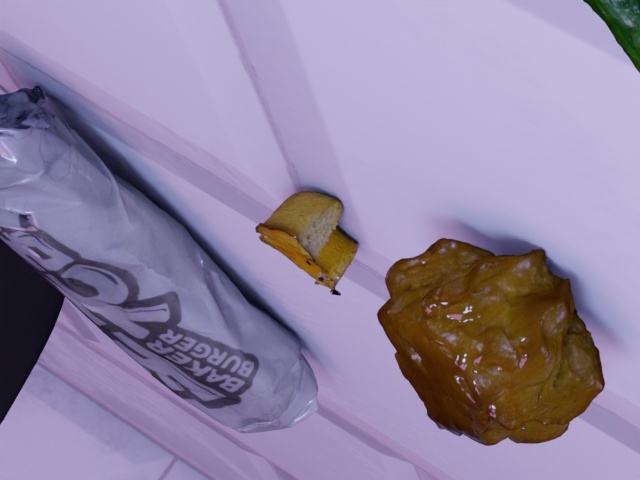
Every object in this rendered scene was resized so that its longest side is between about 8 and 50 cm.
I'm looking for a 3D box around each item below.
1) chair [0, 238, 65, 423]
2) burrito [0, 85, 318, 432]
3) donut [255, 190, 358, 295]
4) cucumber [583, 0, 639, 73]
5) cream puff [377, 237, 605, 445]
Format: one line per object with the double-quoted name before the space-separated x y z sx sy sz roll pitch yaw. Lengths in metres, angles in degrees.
"chair" -0.466 0.011 1.651 0.410 0.364 0.362 27 164 14
"burrito" -0.154 0.008 1.372 0.139 0.101 0.445 29 167 46
"donut" 0.000 0.000 1.104 0.083 0.038 0.067 39 165 -31
"cucumber" 0.091 -0.093 0.579 0.155 0.037 0.037 43 165 -33
"cream puff" 0.092 0.050 0.951 0.122 0.094 0.116 59 162 2
